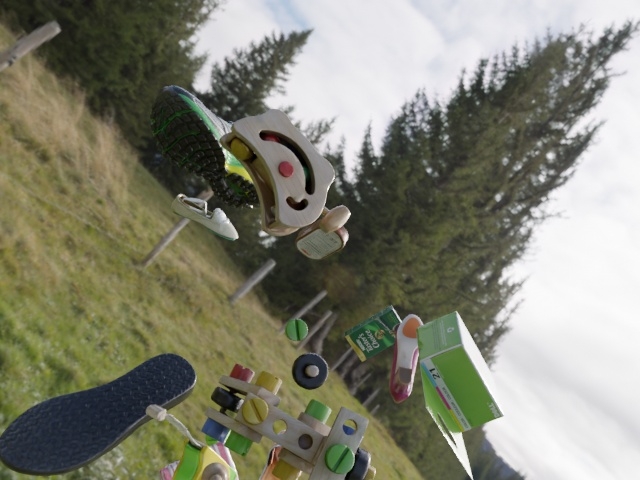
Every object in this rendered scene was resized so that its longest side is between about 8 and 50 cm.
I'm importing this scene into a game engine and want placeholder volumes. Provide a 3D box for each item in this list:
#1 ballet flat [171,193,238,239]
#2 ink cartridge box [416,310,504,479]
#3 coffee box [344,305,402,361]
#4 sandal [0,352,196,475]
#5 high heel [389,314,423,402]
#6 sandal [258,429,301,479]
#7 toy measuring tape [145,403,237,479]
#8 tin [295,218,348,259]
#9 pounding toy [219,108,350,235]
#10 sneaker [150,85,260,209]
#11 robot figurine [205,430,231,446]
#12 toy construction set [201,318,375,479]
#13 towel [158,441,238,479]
[{"bbox_3d":[-0.379,-0.084,1.924,0.248,0.086,0.086,25,-5,-3],"label":"ballet flat"},{"bbox_3d":[0.270,0.286,1.093,0.189,0.097,0.255,58,16,-17],"label":"ink cartridge box"},{"bbox_3d":[0.183,0.306,1.884,0.113,0.184,0.040,58,8,-14],"label":"coffee box"},{"bbox_3d":[-0.474,0.401,1.286,0.167,0.445,0.107,44,-50,26],"label":"sandal"},{"bbox_3d":[0.238,0.327,1.601,0.082,0.244,0.117,10,-43,1],"label":"high heel"},{"bbox_3d":[-0.086,0.552,1.416,0.101,0.076,0.265,26,25,3],"label":"sandal"},{"bbox_3d":[-0.273,0.459,1.163,0.121,0.121,0.330,40,-16,48],"label":"toy measuring tape"},{"bbox_3d":[0.000,0.000,1.680,0.106,0.040,0.189,42,-39,-15],"label":"tin"},{"bbox_3d":[-0.079,-0.092,1.042,0.269,0.154,0.154,47,-29,-12],"label":"pounding toy"},{"bbox_3d":[-0.230,-0.206,1.218,0.343,0.134,0.147,49,36,-52],"label":"sneaker"},{"bbox_3d":[-0.336,0.642,1.894,0.115,0.066,0.101,32,52,-76],"label":"robot figurine"},{"bbox_3d":[-0.069,0.293,0.794,0.258,0.308,0.237,55,-16,2],"label":"toy construction set"},{"bbox_3d":[-0.332,0.653,1.589,0.029,0.196,0.144,-4,-76,63],"label":"towel"}]
